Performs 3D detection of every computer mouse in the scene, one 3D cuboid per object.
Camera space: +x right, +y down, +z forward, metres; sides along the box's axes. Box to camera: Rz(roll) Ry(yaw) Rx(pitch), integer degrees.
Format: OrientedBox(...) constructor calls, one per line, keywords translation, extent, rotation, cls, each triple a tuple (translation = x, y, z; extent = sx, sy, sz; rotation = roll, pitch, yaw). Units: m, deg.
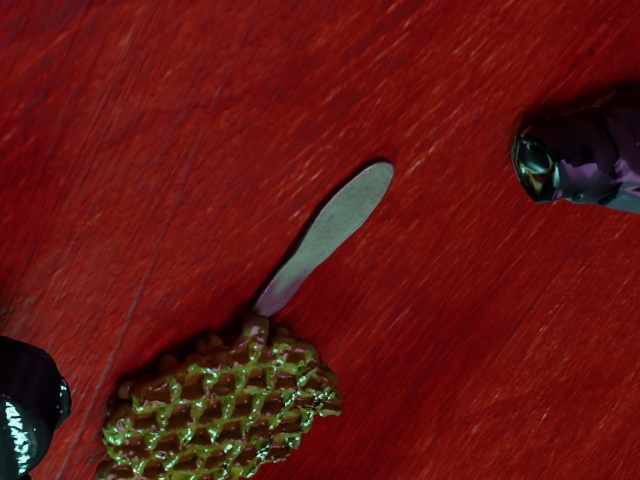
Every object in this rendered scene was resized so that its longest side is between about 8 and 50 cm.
OrientedBox(translation=(-0.335, 0.137, 1.101), extent=(0.295, 0.087, 0.168), rotation=(-12, 147, -16), cls="computer mouse")

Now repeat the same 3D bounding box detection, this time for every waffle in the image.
OrientedBox(translation=(-0.100, 0.172, 1.398), extent=(0.243, 0.059, 0.238), rotation=(-34, 147, -6), cls="waffle")

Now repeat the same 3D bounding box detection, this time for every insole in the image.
OrientedBox(translation=(0.000, 0.000, 1.330), extent=(0.192, 0.010, 0.063), rotation=(-51, 146, 18), cls="insole")

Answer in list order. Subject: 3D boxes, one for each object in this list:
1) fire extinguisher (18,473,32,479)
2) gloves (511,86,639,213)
OrientedBox(translation=(-0.317, 0.218, 1.251), extent=(0.064, 0.043, 0.158), rotation=(-8, 168, 39), cls="fire extinguisher")
OrientedBox(translation=(0.313, -0.079, 1.443), extent=(0.285, 0.142, 0.119), rotation=(-7, 164, -41), cls="gloves")
